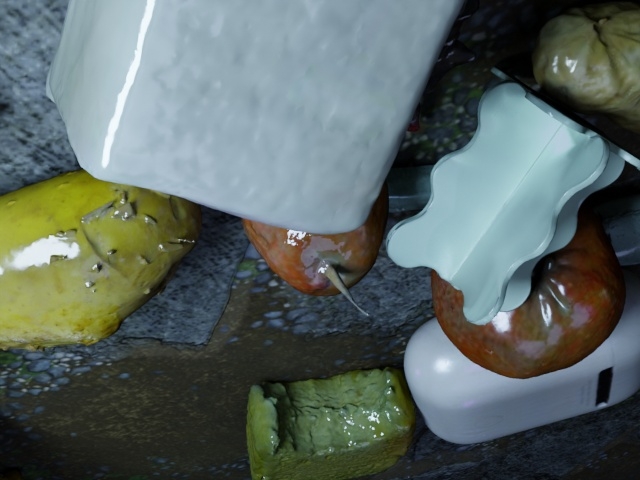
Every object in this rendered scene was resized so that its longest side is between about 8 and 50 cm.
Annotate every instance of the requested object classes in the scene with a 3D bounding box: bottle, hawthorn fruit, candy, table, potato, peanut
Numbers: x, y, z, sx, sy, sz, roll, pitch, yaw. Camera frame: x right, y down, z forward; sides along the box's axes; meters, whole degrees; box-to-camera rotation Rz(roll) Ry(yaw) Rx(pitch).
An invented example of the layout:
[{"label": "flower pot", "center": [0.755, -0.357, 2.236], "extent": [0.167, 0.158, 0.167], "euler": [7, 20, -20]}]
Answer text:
[{"label": "bottle", "center": [0.453, -0.030, 1.025], "extent": [0.270, 0.083, 0.083], "euler": [-11, 147, -7]}, {"label": "hawthorn fruit", "center": [0.234, 0.056, 0.975], "extent": [0.211, 0.210, 0.262], "euler": [-21, 165, 10]}, {"label": "candy", "center": [-0.012, -0.183, 0.484], "extent": [0.208, 0.145, 0.358], "euler": [7, 121, -31]}, {"label": "hawthorn fruit", "center": [-0.012, -0.014, 0.796], "extent": [0.149, 0.189, 0.149], "euler": [10, 134, 11]}, {"label": "table", "center": [0.170, -0.033, 0.786], "extent": [0.167, 0.166, 0.198], "euler": [18, 113, -39]}, {"label": "potato", "center": [-0.247, 0.022, 0.779], "extent": [0.300, 0.140, 0.173], "euler": [-17, 140, 6]}, {"label": "peanut", "center": [0.285, -0.152, 0.770], "extent": [0.229, 0.098, 0.103], "euler": [7, 173, -34]}]

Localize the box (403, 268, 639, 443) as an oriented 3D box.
[{"label": "box", "center": [0.297, 0.170, 1.207], "extent": [0.349, 0.141, 0.288], "euler": [-18, 146, 4]}]

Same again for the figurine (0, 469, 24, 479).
[{"label": "figurine", "center": [-0.491, 0.404, 1.313], "extent": [0.122, 0.121, 0.176], "euler": [-52, 153, 6]}]

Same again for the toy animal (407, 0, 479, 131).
[{"label": "toy animal", "center": [0.077, -0.147, 0.721], "extent": [0.105, 0.070, 0.202], "euler": [28, 157, 13]}]

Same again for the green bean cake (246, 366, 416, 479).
[{"label": "green bean cake", "center": [0.007, 0.275, 1.267], "extent": [0.236, 0.124, 0.233], "euler": [-6, 147, -13]}]

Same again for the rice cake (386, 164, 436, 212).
[{"label": "rice cake", "center": [0.176, -0.067, 0.897], "extent": [0.245, 0.045, 0.042], "euler": [-9, 145, -9]}]
